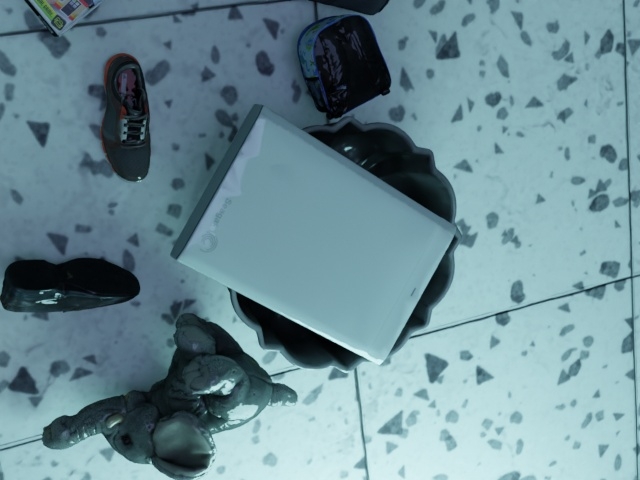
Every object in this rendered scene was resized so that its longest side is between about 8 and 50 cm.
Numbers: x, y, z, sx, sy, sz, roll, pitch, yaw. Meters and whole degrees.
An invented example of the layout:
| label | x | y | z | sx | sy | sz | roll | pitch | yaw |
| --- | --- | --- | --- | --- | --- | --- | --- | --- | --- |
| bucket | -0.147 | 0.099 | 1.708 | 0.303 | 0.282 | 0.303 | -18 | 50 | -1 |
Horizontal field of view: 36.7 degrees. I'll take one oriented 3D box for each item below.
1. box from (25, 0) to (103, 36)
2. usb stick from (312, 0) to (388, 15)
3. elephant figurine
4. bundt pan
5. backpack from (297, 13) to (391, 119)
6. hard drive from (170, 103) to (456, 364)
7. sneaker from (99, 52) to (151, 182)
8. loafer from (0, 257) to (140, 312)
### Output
| label | x | y | z | sx | sy | sz | roll | pitch | yaw |
| --- | --- | --- | --- | --- | --- | --- | --- | --- | --- |
| box | -0.324 | -0.347 | 1.087 | 0.114 | 0.036 | 0.207 | -43 | 114 | -10 |
| usb stick | -0.037 | -0.335 | 1.197 | 0.278 | 0.077 | 0.045 | 7 | 69 | -25 |
| elephant figurine | -0.191 | 0.223 | 1.226 | 0.239 | 0.186 | 0.169 | -50 | 159 | 5 |
| bundt pan | 0.012 | -0.003 | 1.263 | 0.331 | 0.124 | 0.330 | -6 | 104 | -22 |
| backpack | 0.023 | -0.230 | 1.238 | 0.105 | 0.084 | 0.114 | -29 | 116 | -19 |
| hard drive | 0.000 | 0.000 | 1.168 | 0.308 | 0.040 | 0.203 | 30 | 89 | -27 |
| sneaker | -0.232 | -0.144 | 1.156 | 0.061 | 0.065 | 0.157 | -11 | 105 | -21 |
| loafer | -0.307 | 0.060 | 1.181 | 0.170 | 0.062 | 0.061 | 6 | 138 | -31 |
